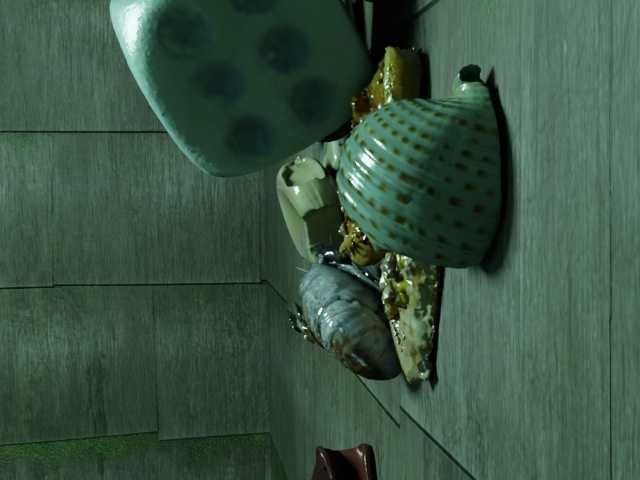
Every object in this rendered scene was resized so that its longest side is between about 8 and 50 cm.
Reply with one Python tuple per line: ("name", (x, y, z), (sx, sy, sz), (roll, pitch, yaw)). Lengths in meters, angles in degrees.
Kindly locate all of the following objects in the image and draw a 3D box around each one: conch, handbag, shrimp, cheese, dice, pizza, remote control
("conch", (0.083, -0.062, 0.927), (0.172, 0.131, 0.200), (-101, 11, -52))
("handbag", (0.038, 0.465, 1.558), (0.275, 0.084, 0.260), (104, 160, -64))
("shrimp", (0.033, 0.080, 1.338), (0.116, 0.145, 0.343), (-62, 22, 16))
("cheese", (0.000, 0.000, 1.688), (0.163, 0.082, 0.286), (-130, 21, -58))
("dice", (-0.095, -0.260, 1.297), (0.268, 0.264, 0.262), (60, -172, -23))
("pizza", (0.099, 0.049, 1.124), (0.195, 0.052, 0.185), (98, 164, -49))
("pizza", (0.066, -0.097, 1.210), (0.161, 0.085, 0.305), (-101, 14, -54))
("remote control", (0.027, -0.130, 1.664), (0.122, 0.032, 0.074), (105, 161, -66))

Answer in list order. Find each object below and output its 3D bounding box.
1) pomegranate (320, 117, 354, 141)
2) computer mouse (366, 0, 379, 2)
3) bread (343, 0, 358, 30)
("pomegranate", (0.004, -0.212, 1.515), (0.130, 0.130, 0.130), (178, 90, -82))
("computer mouse", (0.055, -0.418, 1.229), (0.379, 0.090, 0.167), (125, 142, -74))
("bread", (-0.044, -0.309, 1.557), (0.210, 0.192, 0.110), (116, 138, -79))
